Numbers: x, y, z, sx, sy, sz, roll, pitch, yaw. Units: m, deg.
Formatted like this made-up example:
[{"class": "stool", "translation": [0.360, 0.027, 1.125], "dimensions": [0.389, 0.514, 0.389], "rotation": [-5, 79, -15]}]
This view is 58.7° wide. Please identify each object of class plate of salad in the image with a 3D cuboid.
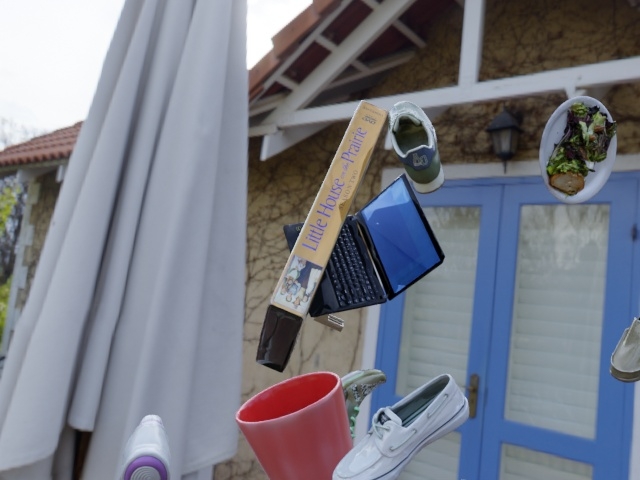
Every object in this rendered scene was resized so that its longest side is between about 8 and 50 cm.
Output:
[{"class": "plate of salad", "translation": [0.489, -0.166, 1.058], "dimensions": [0.199, 0.200, 0.048], "rotation": [10, 5, -25]}]

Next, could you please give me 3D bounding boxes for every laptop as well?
[{"class": "laptop", "translation": [0.079, 0.005, 1.176], "dimensions": [0.264, 0.235, 0.137], "rotation": [-9, -35, -14]}]

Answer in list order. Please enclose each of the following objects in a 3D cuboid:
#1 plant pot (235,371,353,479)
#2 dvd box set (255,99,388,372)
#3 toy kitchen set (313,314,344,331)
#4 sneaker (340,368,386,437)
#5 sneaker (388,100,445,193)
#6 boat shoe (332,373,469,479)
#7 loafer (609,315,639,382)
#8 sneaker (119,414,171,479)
[{"class": "plant pot", "translation": [-0.040, 0.486, 1.378], "dimensions": [0.274, 0.244, 0.275], "rotation": [-19, 3, 1]}, {"class": "dvd box set", "translation": [0.000, 0.000, 1.022], "dimensions": [0.062, 0.421, 0.308], "rotation": [22, -30, 2]}, {"class": "toy kitchen set", "translation": [0.033, 0.157, 1.367], "dimensions": [0.075, 0.083, 0.068], "rotation": [25, 16, -3]}, {"class": "sneaker", "translation": [0.045, 0.522, 1.590], "dimensions": [0.410, 0.182, 0.158], "rotation": [-32, -26, -21]}, {"class": "sneaker", "translation": [0.134, -0.163, 0.841], "dimensions": [0.064, 0.192, 0.086], "rotation": [-21, -42, 13]}, {"class": "boat shoe", "translation": [0.103, 0.265, 0.799], "dimensions": [0.226, 0.076, 0.083], "rotation": [-33, 22, -16]}, {"class": "loafer", "translation": [0.459, 0.137, 0.809], "dimensions": [0.056, 0.148, 0.050], "rotation": [19, -32, 56]}, {"class": "sneaker", "translation": [-0.349, 0.490, 1.156], "dimensions": [0.114, 0.305, 0.152], "rotation": [8, 29, -17]}]
